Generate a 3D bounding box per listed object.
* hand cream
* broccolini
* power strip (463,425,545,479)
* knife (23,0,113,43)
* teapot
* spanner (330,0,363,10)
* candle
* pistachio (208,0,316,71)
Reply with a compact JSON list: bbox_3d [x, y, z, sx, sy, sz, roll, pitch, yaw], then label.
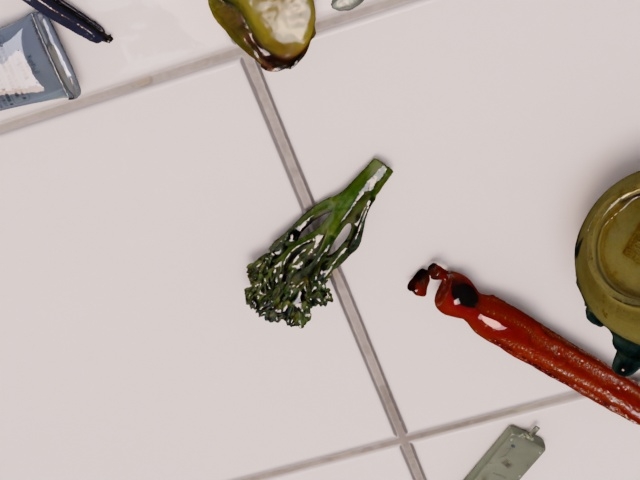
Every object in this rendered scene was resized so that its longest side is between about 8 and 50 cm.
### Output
[{"bbox_3d":[-0.351,-0.132,1.167,0.256,0.055,0.088,-16,113,7],"label":"hand cream"},{"bbox_3d":[-0.003,0.004,1.248,0.091,0.068,0.202,35,117,1],"label":"broccolini"},{"bbox_3d":[0.206,0.254,1.434,0.051,0.019,0.136,25,119,-14],"label":"power strip"},{"bbox_3d":[-0.237,-0.209,1.133,0.121,0.031,0.018,34,117,-26],"label":"knife"},{"bbox_3d":[0.348,0.011,1.214,0.183,0.173,0.269,24,97,-54],"label":"teapot"},{"bbox_3d":[0.124,-0.287,1.091,0.302,0.017,0.071,-29,118,16],"label":"spanner"},{"bbox_3d":[0.237,0.115,1.326,0.329,0.051,0.048,30,108,-19],"label":"candle"},{"bbox_3d":[-0.059,-0.229,1.108,0.090,0.049,0.172,-18,119,-11],"label":"pistachio"}]
